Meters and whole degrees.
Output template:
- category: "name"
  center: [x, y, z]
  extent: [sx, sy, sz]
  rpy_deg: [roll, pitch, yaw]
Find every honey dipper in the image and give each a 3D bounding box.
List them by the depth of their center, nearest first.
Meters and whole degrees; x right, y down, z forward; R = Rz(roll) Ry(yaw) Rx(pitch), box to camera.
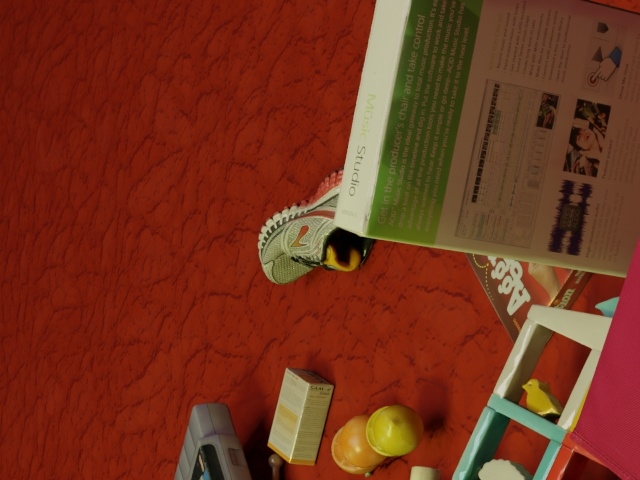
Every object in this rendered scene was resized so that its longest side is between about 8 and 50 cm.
- category: "honey dipper"
  center: [-0.052, 0.329, 2.144]
  extent: [0.030, 0.030, 0.161]
  rpy_deg: [-30, 53, 54]

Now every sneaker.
- category: "sneaker"
  center: [0.000, 0.000, 2.077]
  extent: [0.225, 0.088, 0.093]
  rpy_deg: [-40, 50, 50]

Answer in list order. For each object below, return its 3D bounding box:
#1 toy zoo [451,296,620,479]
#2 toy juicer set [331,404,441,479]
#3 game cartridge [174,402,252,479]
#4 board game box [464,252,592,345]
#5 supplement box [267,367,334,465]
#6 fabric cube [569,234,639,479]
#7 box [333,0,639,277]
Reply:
- category: "toy zoo"
  center: [0.220, 0.180, 1.609]
  extent: [0.192, 0.030, 0.293]
  rpy_deg: [25, 90, 46]
- category: "toy juicer set"
  center: [0.084, 0.279, 1.854]
  extent: [0.329, 0.089, 0.209]
  rpy_deg: [-152, 77, -71]
- category: "game cartridge"
  center: [-0.112, 0.392, 2.149]
  extent: [0.230, 0.068, 0.355]
  rpy_deg: [101, 157, -44]
- category: "board game box"
  center: [0.187, -0.033, 1.820]
  extent: [0.145, 0.027, 0.281]
  rpy_deg: [-63, 34, 32]
- category: "supplement box"
  center: [-0.023, 0.203, 2.112]
  extent: [0.062, 0.036, 0.098]
  rpy_deg: [30, 108, 59]
- category: "fabric cube"
  center: [0.369, 0.082, 1.242]
  extent: [0.259, 0.254, 0.258]
  rpy_deg: [40, 118, 56]
- category: "box"
  center: [0.176, -0.099, 1.558]
  extent: [0.058, 0.322, 0.232]
  rpy_deg: [17, 96, 57]
